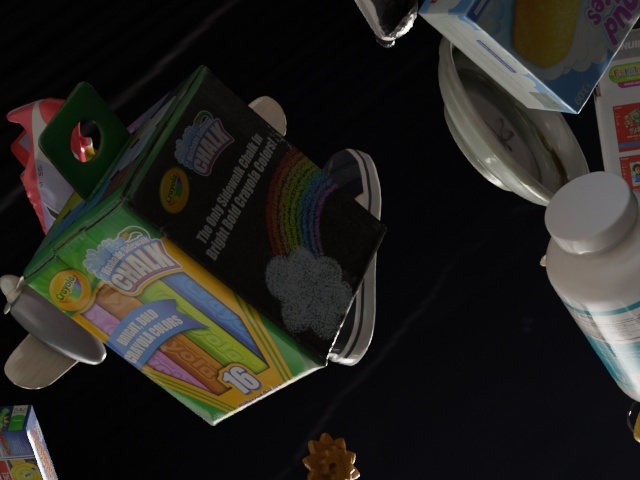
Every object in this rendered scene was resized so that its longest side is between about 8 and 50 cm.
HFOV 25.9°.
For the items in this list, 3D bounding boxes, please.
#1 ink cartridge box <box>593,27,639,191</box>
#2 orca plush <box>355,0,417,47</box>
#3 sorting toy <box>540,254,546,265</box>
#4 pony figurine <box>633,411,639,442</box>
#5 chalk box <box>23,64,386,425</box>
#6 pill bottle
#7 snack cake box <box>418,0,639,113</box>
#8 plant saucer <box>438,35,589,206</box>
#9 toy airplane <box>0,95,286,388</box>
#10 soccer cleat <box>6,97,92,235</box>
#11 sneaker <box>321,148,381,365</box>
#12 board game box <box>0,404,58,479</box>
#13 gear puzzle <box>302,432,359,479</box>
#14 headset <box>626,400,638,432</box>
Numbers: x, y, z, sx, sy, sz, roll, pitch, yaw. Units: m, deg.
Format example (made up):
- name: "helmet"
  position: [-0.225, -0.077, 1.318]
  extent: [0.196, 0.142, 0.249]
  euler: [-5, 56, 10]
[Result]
- name: "ink cartridge box"
  position: [0.486, -0.136, 1.639]
  extent: [0.130, 0.310, 0.271]
  euler: [-50, 131, -75]
- name: "orca plush"
  position: [0.088, -0.338, 1.802]
  extent: [0.151, 0.102, 0.287]
  euler: [62, 2, -15]
- name: "sorting toy"
  position: [0.346, 0.013, 1.950]
  extent: [0.075, 0.083, 0.045]
  euler: [-25, -82, 46]
- name: "pony figurine"
  position: [0.485, 0.176, 1.275]
  extent: [0.363, 0.351, 0.303]
  euler: [19, 10, 35]
- name: "chalk box"
  position: [-0.123, -0.011, 1.204]
  extent: [0.289, 0.180, 0.179]
  euler: [41, -43, -16]
- name: "pill bottle"
  position: [0.331, 0.047, 1.465]
  extent: [0.264, 0.146, 0.146]
  euler: [52, -9, -36]
- name: "snack cake box"
  position: [0.226, -0.264, 1.243]
  extent: [0.152, 0.264, 0.089]
  euler: [35, -7, -26]
- name: "plant saucer"
  position: [0.329, -0.203, 2.532]
  extent: [0.400, 0.100, 0.400]
  euler: [37, 31, -27]
- name: "toy airplane"
  position: [-0.234, -0.004, 1.829]
  extent: [0.272, 0.385, 0.386]
  euler: [70, 18, -71]
- name: "soccer cleat"
  position: [-0.306, -0.044, 1.642]
  extent: [0.083, 0.095, 0.248]
  euler: [-136, -142, -81]
- name: "sneaker"
  position: [0.000, 0.000, 1.786]
  extent: [0.126, 0.127, 0.321]
  euler: [128, -29, -46]
- name: "board game box"
  position: [-0.334, 0.249, 1.400]
  extent: [0.035, 0.136, 0.201]
  euler: [-88, 173, -50]
- name: "gear puzzle"
  position: [0.005, 0.383, 1.649]
  extent: [0.175, 0.339, 0.044]
  euler: [34, -42, -27]
- name: "headset"
  position: [0.521, 0.162, 1.861]
  extent: [0.185, 0.243, 0.394]
  euler: [-106, -156, -43]
